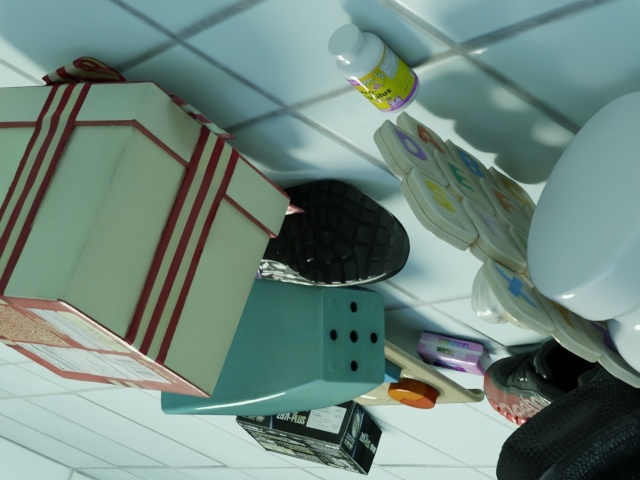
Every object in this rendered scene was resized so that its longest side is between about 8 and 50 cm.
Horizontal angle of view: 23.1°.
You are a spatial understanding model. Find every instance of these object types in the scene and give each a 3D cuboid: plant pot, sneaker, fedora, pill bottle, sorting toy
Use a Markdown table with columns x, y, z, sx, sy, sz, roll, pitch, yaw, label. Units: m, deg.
| x | y | z | sx | sy | sz | roll | pitch | yaw | label |
| --- | --- | --- | --- | --- | --- | --- | --- | --- | --- |
| -0.046 | 0.119 | 1.811 | 0.234 | 0.165 | 0.165 | -7 | 170 | 44 | plant pot |
| 0.266 | 0.157 | 1.778 | 0.135 | 0.097 | 0.276 | 54 | 161 | -23 | sneaker |
| 0.297 | 0.241 | 1.572 | 0.334 | 0.334 | 0.152 | 38 | -171 | -41 | fedora |
| 0.042 | -0.141 | 1.273 | 0.043 | 0.043 | 0.083 | 1 | 153 | 42 | pill bottle |
| 0.028 | 0.177 | 2.006 | 0.229 | 0.041 | 0.307 | 28 | 157 | -35 | sorting toy |
| 0.000 | 0.000 | 1.641 | 0.283 | 0.107 | 0.124 | 6 | 171 | 43 | sneaker |
| 0.354 | 0.042 | 1.217 | 0.363 | 0.210 | 0.210 | 26 | 159 | -19 | pill bottle |

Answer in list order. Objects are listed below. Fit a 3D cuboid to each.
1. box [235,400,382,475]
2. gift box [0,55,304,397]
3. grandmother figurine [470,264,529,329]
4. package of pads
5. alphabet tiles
| x | y | z | sx | sy | sz | roll | pitch | yaw | label |
| --- | --- | --- | --- | --- | --- | --- | --- | --- | --- |
| -0.016 | 0.283 | 2.391 | 0.180 | 0.077 | 0.147 | 10 | 158 | 25 | box |
| -0.182 | -0.010 | 1.508 | 0.276 | 0.258 | 0.255 | 4 | 155 | 35 | gift box |
| 0.304 | 0.061 | 1.486 | 0.342 | 0.104 | 0.208 | 6 | 148 | 27 | grandmother figurine |
| 0.163 | 0.139 | 1.913 | 0.083 | 0.032 | 0.050 | 11 | 159 | 24 | package of pads |
| 0.165 | 0.000 | 1.295 | 0.284 | 0.021 | 0.278 | 28 | -157 | -34 | alphabet tiles |
